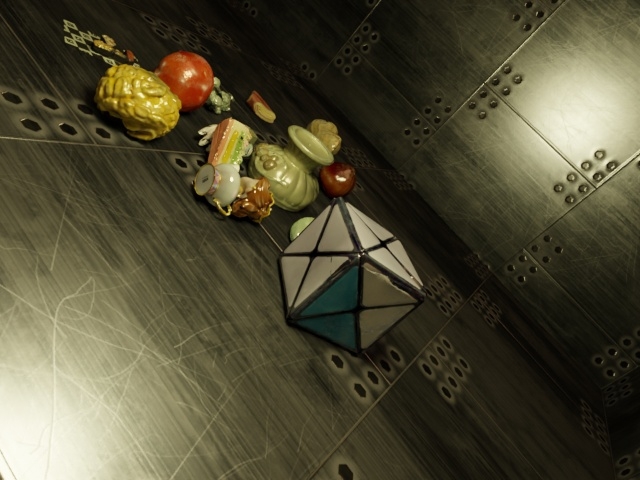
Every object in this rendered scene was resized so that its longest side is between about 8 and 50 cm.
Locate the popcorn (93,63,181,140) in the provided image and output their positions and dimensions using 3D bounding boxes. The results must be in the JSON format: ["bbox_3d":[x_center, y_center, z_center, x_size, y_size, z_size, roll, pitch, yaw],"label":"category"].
[{"bbox_3d":[-0.539,-0.414,1.459,0.250,0.190,0.250,31,16,-10],"label":"popcorn"}]

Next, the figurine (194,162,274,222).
[{"bbox_3d":[-0.258,-0.151,1.522,0.264,0.142,0.189,19,65,-46],"label":"figurine"}]

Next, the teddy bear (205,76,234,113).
[{"bbox_3d":[-0.443,-0.596,2.017,0.111,0.133,0.213,1,2,6],"label":"teddy bear"}]

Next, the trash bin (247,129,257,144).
[{"bbox_3d":[-0.297,-0.391,1.904,0.043,0.092,0.060,6,43,-52],"label":"trash bin"}]

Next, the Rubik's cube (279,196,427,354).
[{"bbox_3d":[0.085,0.112,1.436,0.307,0.305,0.310,33,23,-30],"label":"Rubik's cube"}]

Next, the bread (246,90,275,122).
[{"bbox_3d":[-0.309,-0.665,2.365,0.192,0.067,0.119,52,17,16],"label":"bread"}]

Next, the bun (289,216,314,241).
[{"bbox_3d":[0.000,0.000,1.691,0.213,0.126,0.203,34,24,-20],"label":"bun"}]

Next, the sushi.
[{"bbox_3d":[-0.766,-0.698,1.730,0.280,0.043,0.192,20,33,-43],"label":"sushi"}]

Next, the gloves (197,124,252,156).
[{"bbox_3d":[-0.354,-0.371,1.771,0.212,0.111,0.127,22,36,-55],"label":"gloves"}]

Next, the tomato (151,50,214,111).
[{"bbox_3d":[-0.491,-0.568,1.744,0.188,0.232,0.232,57,23,-4],"label":"tomato"}]

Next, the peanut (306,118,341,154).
[{"bbox_3d":[0.011,-0.533,2.545,0.174,0.158,0.339,-1,39,-4],"label":"peanut"}]

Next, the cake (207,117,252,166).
[{"bbox_3d":[-0.328,-0.301,1.663,0.090,0.225,0.109,7,-15,44],"label":"cake"}]

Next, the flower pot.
[{"bbox_3d":[-0.107,-0.290,1.854,0.308,0.244,0.307,35,24,-18],"label":"flower pot"}]

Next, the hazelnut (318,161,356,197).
[{"bbox_3d":[0.083,-0.292,2.248,0.178,0.178,0.204,45,24,2],"label":"hazelnut"}]
